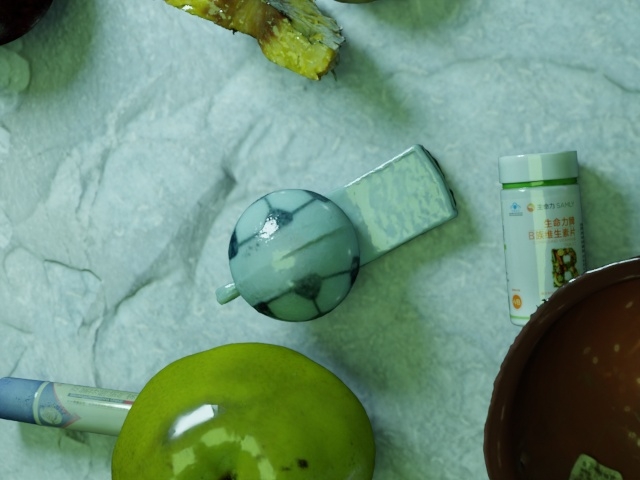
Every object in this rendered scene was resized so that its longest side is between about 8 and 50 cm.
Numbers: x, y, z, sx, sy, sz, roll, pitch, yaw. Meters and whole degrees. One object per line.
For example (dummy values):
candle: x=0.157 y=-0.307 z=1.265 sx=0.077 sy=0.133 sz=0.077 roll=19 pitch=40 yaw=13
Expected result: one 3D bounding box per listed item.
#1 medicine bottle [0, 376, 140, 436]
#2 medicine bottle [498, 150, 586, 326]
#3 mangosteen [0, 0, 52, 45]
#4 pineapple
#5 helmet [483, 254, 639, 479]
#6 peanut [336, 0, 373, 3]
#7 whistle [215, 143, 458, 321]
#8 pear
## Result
medicine bottle: x=-0.308 y=0.214 z=1.365 sx=0.231 sy=0.059 sz=0.059 roll=4 pitch=95 yaw=18
medicine bottle: x=0.240 y=-0.002 z=1.152 sx=0.086 sy=0.086 sz=0.183 roll=-4 pitch=94 yaw=19
mangosteen: x=-0.439 y=-0.342 z=1.260 sx=0.235 sy=0.261 sz=0.235 roll=1 pitch=95 yaw=16
pineapple: x=-0.068 y=-0.260 z=1.217 sx=0.233 sy=0.135 sz=0.079 roll=32 pitch=118 yaw=2
helmet: x=0.348 y=0.142 z=1.039 sx=0.337 sy=0.230 sz=0.385 roll=6 pitch=115 yaw=20
peanut: x=0.036 y=-0.334 z=1.185 sx=0.159 sy=0.109 sz=0.140 roll=44 pitch=117 yaw=-1
whistle: x=0.000 y=0.000 z=1.196 sx=0.289 sy=0.163 sz=0.163 roll=-30 pitch=85 yaw=19
pear: x=-0.082 y=0.244 z=1.182 sx=0.294 sy=0.294 sz=0.294 roll=1 pitch=95 yaw=18
